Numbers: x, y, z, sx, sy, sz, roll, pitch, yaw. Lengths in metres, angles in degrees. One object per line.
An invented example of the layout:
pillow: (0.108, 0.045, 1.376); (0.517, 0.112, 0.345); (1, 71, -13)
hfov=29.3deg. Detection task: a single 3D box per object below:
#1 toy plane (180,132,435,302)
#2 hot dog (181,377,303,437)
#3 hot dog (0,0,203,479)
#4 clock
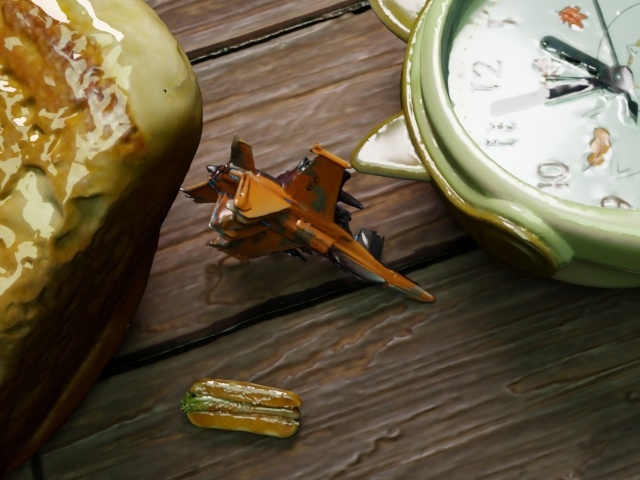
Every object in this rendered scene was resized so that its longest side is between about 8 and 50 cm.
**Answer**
toy plane: (0.001, -0.009, 0.832); (0.188, 0.135, 0.062); (21, 50, -25)
hot dog: (-0.053, 0.114, 0.835); (0.083, 0.021, 0.037); (11, 97, 1)
hot dog: (-0.227, 0.022, 0.757); (0.185, 0.223, 0.405); (37, 90, 10)
clock: (0.199, -0.097, 0.811); (0.349, 0.117, 0.286); (3, 66, 9)
